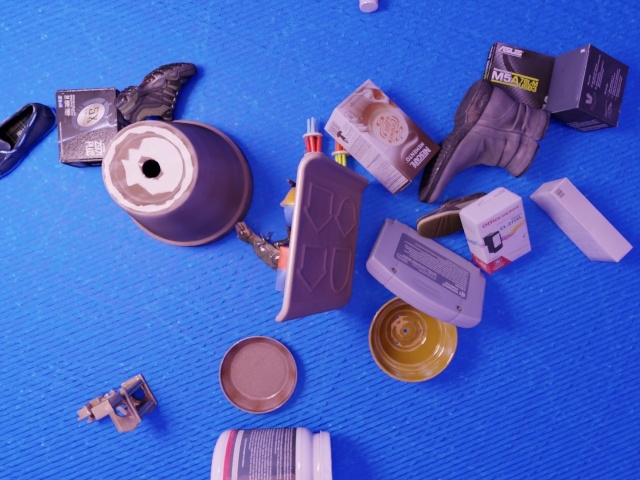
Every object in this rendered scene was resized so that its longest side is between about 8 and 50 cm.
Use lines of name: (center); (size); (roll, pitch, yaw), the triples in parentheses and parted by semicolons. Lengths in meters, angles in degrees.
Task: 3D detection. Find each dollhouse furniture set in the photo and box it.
dollhouse furniture set: (-0.511, 0.429, 0.975); (0.161, 0.182, 0.101); (-29, 91, -1)

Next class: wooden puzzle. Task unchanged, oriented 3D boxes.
wooden puzzle: (0.000, 0.000, 0.938); (0.081, 0.322, 0.347); (11, 92, 27)

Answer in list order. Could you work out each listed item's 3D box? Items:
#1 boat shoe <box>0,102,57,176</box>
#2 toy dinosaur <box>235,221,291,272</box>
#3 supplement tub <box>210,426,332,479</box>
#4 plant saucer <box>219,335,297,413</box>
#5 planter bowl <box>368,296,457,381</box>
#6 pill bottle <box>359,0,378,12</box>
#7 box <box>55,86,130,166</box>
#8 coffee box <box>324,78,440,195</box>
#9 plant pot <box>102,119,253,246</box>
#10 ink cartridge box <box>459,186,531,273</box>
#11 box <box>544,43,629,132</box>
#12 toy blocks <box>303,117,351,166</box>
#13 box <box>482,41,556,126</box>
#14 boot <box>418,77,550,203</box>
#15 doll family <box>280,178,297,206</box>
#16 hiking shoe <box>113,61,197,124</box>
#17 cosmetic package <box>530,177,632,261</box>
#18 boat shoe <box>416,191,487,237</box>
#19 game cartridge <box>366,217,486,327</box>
boat shoe: (-0.789, -0.258, 1.014); (0.109, 0.089, 0.258); (41, 90, -1)
toy dinosaur: (-0.099, 0.037, 1.046); (0.118, 0.064, 0.268); (-39, 94, 5)
supplement tub: (-0.111, 0.554, 0.978); (0.273, 0.191, 0.191); (-1, 90, -1)
plant saucer: (-0.159, 0.343, 1.054); (0.199, 0.036, 0.198); (0, 90, -2)
planter bowl: (0.225, 0.238, 1.033); (0.217, 0.090, 0.217); (0, 89, -1)
pill bottle: (0.123, -0.654, 1.042); (0.065, 0.065, 0.116); (0, 90, -1)
box: (-0.566, -0.280, 1.024); (0.148, 0.077, 0.180); (-3, 90, -2)
coffee box: (0.152, -0.253, 1.007); (0.246, 0.098, 0.141); (43, 68, -1)
plant pot: (-0.332, -0.141, 0.930); (0.324, 0.280, 0.322); (0, 91, -2)
ink cartridge box: (0.432, -0.022, 1.006); (0.128, 0.072, 0.175); (-31, 124, 0)
box: (0.662, -0.373, 1.015); (0.159, 0.093, 0.155); (12, 89, -24)
toy blocks: (0.018, -0.241, 1.047); (0.123, 0.054, 0.148); (-3, 90, 0)
box: (0.517, -0.399, 1.060); (0.191, 0.045, 0.184); (14, 93, -2)
boot: (0.408, -0.205, 1.012); (0.223, 0.118, 0.338); (26, 104, -7)
doll family: (-0.036, -0.068, 1.014); (0.076, 0.111, 0.192); (7, 134, 24)
hiking shoe: (-0.399, -0.364, 1.033); (0.227, 0.086, 0.114); (-40, 134, -18)
cosmetic package: (0.660, -0.051, 1.038); (0.060, 0.099, 0.239); (-44, 91, -3)
boat shoe: (0.342, -0.070, 1.045); (0.224, 0.080, 0.073); (-16, 46, -7)
game cartridge: (0.260, 0.081, 0.996); (0.297, 0.062, 0.198); (31, 50, -1)
